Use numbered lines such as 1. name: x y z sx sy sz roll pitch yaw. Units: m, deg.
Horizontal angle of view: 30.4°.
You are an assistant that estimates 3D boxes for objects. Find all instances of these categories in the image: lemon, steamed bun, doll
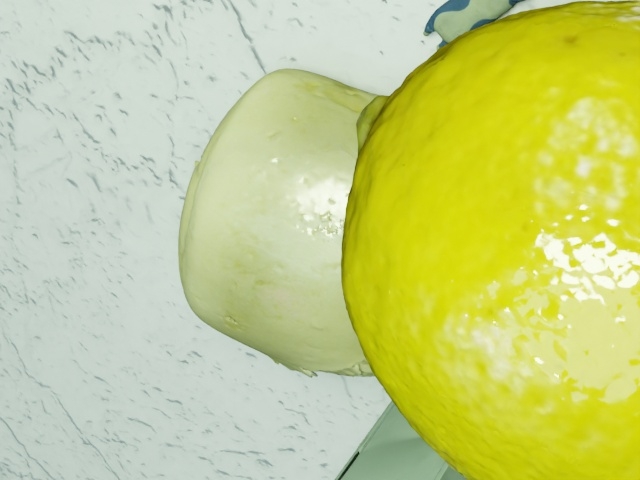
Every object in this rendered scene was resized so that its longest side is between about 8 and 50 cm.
1. lemon: 0.171 0.008 0.773 0.364 0.364 0.364 15 124 23
2. steamed bun: 0.000 0.000 0.987 0.232 0.166 0.273 30 129 14
3. doll: 0.126 -0.183 0.891 0.037 0.027 0.125 46 131 -11

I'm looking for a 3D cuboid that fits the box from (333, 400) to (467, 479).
1. box: 0.089 0.220 1.029 0.129 0.225 0.086 -19 108 37
